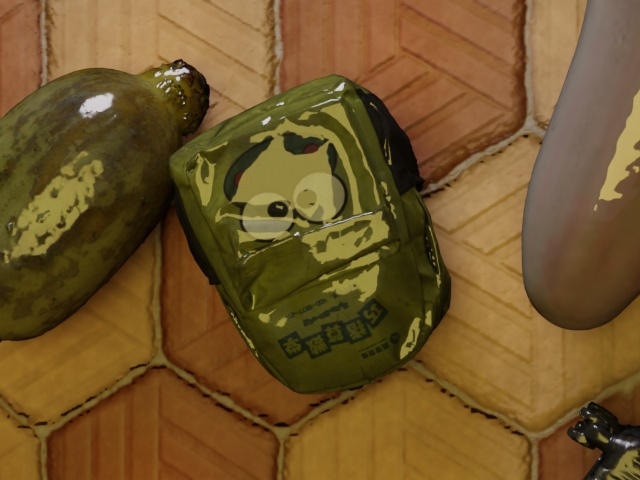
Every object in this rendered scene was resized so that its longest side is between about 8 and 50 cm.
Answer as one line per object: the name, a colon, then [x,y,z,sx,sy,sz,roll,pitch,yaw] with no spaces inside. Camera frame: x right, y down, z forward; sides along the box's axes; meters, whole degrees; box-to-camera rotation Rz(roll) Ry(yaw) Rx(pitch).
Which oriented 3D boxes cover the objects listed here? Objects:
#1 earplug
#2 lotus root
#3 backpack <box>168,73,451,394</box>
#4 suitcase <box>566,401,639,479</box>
earplug: [0.245,-0.069,1.407,0.172,0.172,0.301,24,99,13]
lotus root: [-0.223,-0.044,1.523,0.173,0.173,0.309,42,92,12]
backpack: [0.000,0.000,1.473,0.207,0.140,0.253,-23,89,12]
suitcase: [0.297,0.284,1.390,0.312,0.128,0.202,34,96,13]
